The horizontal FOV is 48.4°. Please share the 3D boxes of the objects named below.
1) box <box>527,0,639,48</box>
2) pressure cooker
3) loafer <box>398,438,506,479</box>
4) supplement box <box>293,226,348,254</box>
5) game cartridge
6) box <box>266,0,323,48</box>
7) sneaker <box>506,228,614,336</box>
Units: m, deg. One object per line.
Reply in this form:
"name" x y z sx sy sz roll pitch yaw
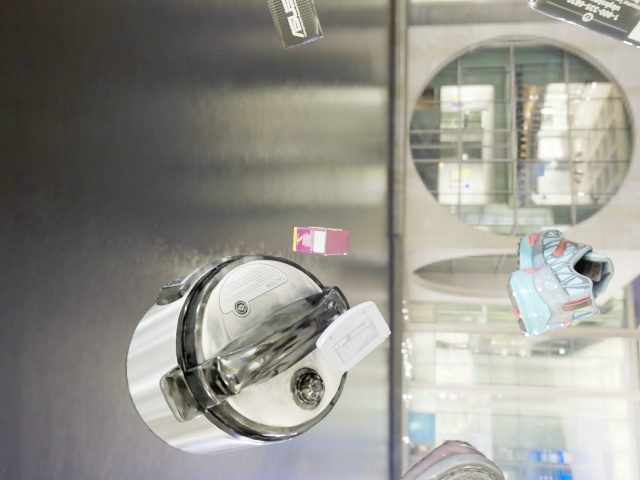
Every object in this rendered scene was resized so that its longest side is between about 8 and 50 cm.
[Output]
"box" 0.228 -0.267 0.527 0.270 0.165 0.143 -90 -160 -47
"pressure cooker" -0.146 0.223 1.412 0.420 0.375 0.370 -28 -138 50
"loafer" 0.040 0.279 0.583 0.303 0.109 0.095 -62 -161 11
"supplement box" 0.000 0.000 1.212 0.055 0.083 0.043 -1 95 -43
"game cartridge" 0.037 0.110 0.815 0.017 0.083 0.056 20 -37 61
"box" -0.070 -0.424 0.981 0.270 0.060 0.216 -102 173 -47
"sneaker" 0.338 0.052 0.972 0.104 0.125 0.262 69 27 -15
